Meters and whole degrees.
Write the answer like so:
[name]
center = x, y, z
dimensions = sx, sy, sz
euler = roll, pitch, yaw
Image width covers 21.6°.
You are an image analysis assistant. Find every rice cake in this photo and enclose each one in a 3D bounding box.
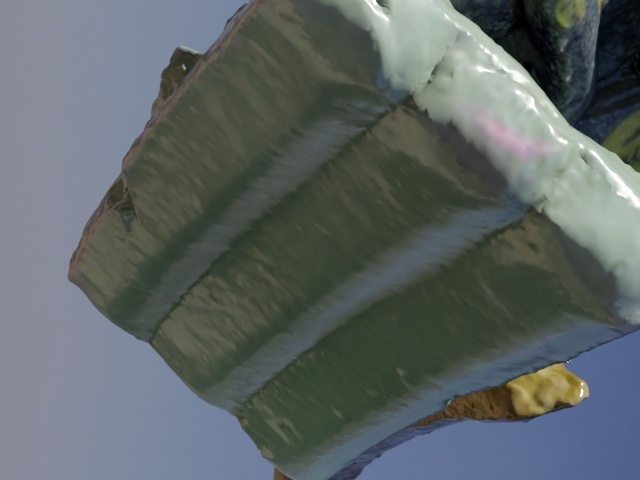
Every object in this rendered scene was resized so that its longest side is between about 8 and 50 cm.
[rice cake]
center = 0.000, 0.000, 0.454
dimensions = 0.043, 0.127, 0.237
euler = -52, -173, -26

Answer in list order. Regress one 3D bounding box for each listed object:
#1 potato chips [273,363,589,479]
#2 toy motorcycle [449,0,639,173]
[potato chips]
center = 0.038, 0.128, 1.109
dimensions = 0.080, 0.057, 0.407
euler = 63, -30, 8
[toy motorcycle]
center = 0.081, -0.055, 0.459
dimensions = 0.193, 0.124, 0.061
euler = -40, -137, 18
